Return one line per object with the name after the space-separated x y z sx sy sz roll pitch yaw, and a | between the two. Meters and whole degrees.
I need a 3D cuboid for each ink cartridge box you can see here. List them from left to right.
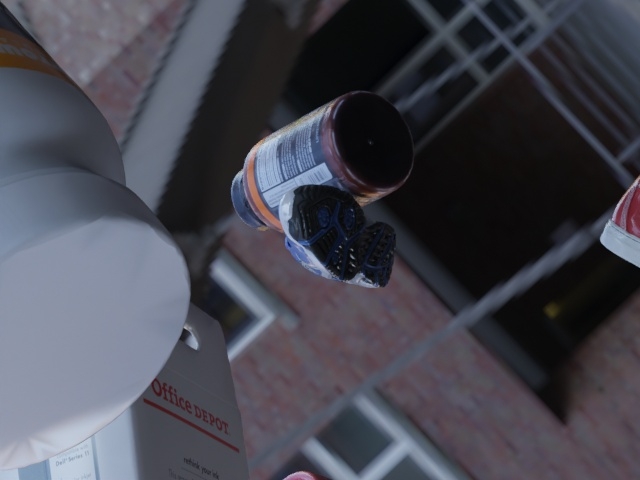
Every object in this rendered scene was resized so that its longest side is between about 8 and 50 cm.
-0.137 0.210 1.296 0.207 0.119 0.353 42 -145 -60 | ink cartridge box

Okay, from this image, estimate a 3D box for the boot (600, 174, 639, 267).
0.421 -0.015 1.740 0.244 0.176 0.088 32 -166 14 | boot

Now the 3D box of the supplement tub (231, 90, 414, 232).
-0.005 -0.068 1.728 0.106 0.106 0.198 45 143 -16 | supplement tub

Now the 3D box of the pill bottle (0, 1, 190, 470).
-0.185 -0.037 0.786 0.278 0.162 0.162 45 -177 35 | pill bottle

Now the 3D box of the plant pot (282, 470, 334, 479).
0.021 0.382 2.038 0.174 0.191 0.191 26 -167 -24 | plant pot

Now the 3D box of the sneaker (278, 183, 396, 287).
0.000 0.000 1.603 0.081 0.080 0.211 8 167 22 | sneaker
